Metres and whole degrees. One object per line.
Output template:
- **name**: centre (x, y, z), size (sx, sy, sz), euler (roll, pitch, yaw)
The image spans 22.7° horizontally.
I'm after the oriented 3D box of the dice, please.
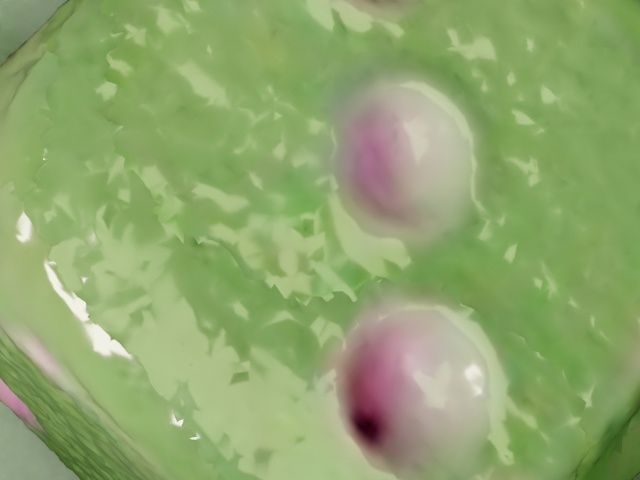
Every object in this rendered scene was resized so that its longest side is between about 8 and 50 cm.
- **dice**: centre (0.000, 0.000, 0.806), size (0.330, 0.318, 0.322), euler (47, 72, -5)
